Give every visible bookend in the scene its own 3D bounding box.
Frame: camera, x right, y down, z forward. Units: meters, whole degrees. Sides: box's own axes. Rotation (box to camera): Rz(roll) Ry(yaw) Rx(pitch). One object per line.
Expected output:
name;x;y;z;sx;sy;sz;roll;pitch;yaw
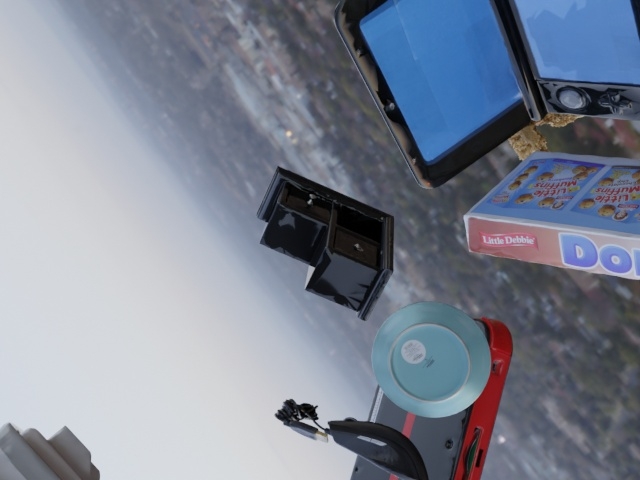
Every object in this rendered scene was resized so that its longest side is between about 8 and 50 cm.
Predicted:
bookend;0.000;0.000;1.123;0.157;0.072;0.156;23;-156;-5

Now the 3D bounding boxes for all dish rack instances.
dish rack;-0.164;0.255;0.793;0.285;0.072;0.333;45;161;3

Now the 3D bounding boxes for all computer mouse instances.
computer mouse;0.055;0.310;1.564;0.262;0.060;0.184;25;179;22

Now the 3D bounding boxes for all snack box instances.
snack box;0.148;-0.007;0.382;0.178;0.064;0.022;10;127;41

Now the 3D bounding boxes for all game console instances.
game console;0.084;-0.076;0.415;0.107;0.071;0.122;12;151;36
game console;0.197;0.325;1.804;0.060;0.386;0.342;24;165;-24

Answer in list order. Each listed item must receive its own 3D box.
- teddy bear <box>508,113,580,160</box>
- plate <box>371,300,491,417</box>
teddy bear;0.372;-0.261;1.741;0.245;0.338;0.113;57;-177;5
plate;0.171;0.189;1.520;0.188;0.188;0.024;53;-164;1
